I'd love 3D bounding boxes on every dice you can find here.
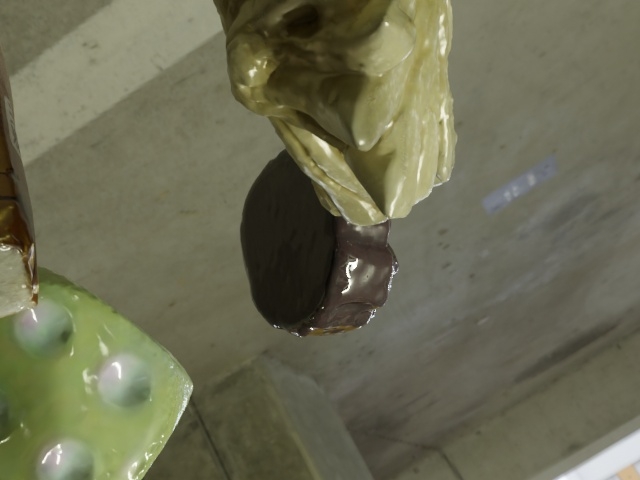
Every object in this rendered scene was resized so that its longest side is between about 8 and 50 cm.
[{"bbox_3d":[-0.316,0.195,1.018,0.250,0.252,0.254,-54,-173,-20],"label":"dice"}]

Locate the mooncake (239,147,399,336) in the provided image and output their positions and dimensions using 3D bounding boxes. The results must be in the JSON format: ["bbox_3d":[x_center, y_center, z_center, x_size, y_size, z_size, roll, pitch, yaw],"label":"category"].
[{"bbox_3d":[0.000,0.000,1.283,0.141,0.283,0.283,-5,148,-35],"label":"mooncake"}]

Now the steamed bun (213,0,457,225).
[{"bbox_3d":[0.023,-0.164,0.642,0.247,0.189,0.428,-43,131,-39],"label":"steamed bun"}]

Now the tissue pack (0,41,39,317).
[{"bbox_3d":[-0.283,-0.048,0.548,0.183,0.226,0.092,-10,143,-16],"label":"tissue pack"}]
